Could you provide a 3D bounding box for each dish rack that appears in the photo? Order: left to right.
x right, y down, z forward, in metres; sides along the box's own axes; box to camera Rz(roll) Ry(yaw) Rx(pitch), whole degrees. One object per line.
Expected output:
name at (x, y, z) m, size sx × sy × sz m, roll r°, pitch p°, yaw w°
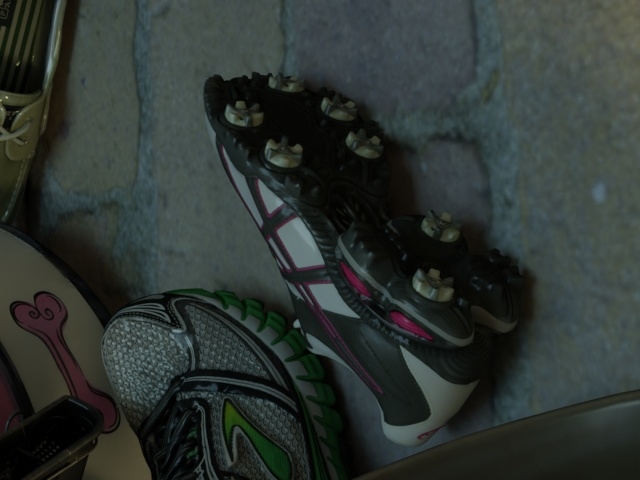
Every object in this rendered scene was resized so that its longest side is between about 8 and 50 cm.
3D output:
dish rack at (-0.298, 0.127, 0.913) m, size 0.271 × 0.208 × 0.074 m, roll 21°, pitch 114°, yaw 22°

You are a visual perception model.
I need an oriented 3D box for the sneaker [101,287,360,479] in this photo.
sneaker at (-0.053, 0.150, 0.895) m, size 0.343 × 0.146 × 0.134 m, roll 50°, pitch 127°, yaw 40°

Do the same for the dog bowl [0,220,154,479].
dog bowl at (-0.325, 0.184, 1.137) m, size 0.408 × 0.150 × 0.408 m, roll 3°, pitch 96°, yaw 31°

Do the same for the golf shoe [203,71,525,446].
golf shoe at (0.000, 0.000, 0.864) m, size 0.273 × 0.105 × 0.120 m, roll 51°, pitch 136°, yaw 39°

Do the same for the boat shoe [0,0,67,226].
boat shoe at (-0.272, -0.117, 1.200) m, size 0.094 × 0.109 × 0.302 m, roll 25°, pitch 108°, yaw 55°

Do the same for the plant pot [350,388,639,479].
plant pot at (0.127, 0.233, 0.577) m, size 0.323 × 0.323 × 0.280 m, roll -13°, pitch 97°, yaw 51°
